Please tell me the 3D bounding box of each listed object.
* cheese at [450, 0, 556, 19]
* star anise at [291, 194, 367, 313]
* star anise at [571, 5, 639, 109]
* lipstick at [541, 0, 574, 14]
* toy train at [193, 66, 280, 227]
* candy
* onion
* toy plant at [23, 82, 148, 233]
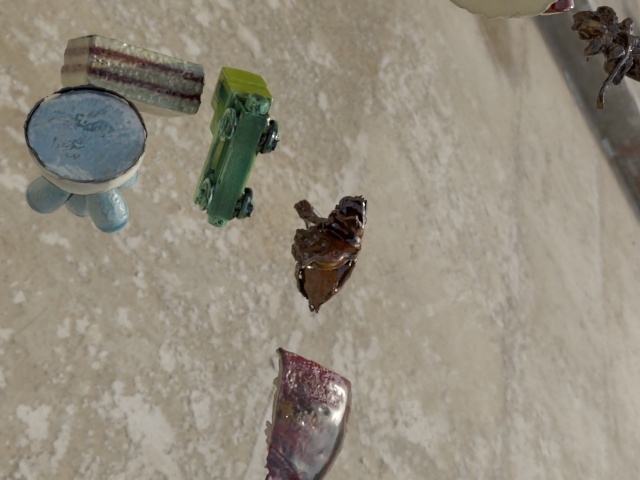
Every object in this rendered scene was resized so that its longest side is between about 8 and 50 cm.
[{"bbox_3d":[0.314,-0.534,1.272,0.292,0.332,0.153,36,40,-3],"label":"cheese"},{"bbox_3d":[0.010,0.003,1.574,0.148,0.237,0.346,18,15,-8],"label":"star anise"},{"bbox_3d":[0.520,-0.317,1.401,0.177,0.073,0.234,5,67,-26],"label":"star anise"},{"bbox_3d":[0.472,-0.588,1.647,0.080,0.080,0.241,-34,119,-59],"label":"lipstick"},{"bbox_3d":[-0.223,-0.218,1.998,0.150,0.369,0.237,9,32,-26],"label":"toy train"},{"bbox_3d":[-0.449,-0.390,1.936,0.320,0.179,0.135,8,91,-41],"label":"candy"},{"bbox_3d":[-0.022,0.341,1.363,0.314,0.146,0.280,98,-4,-72],"label":"onion"},{"bbox_3d":[-0.488,-0.140,1.673,0.247,0.332,0.247,7,63,-13],"label":"toy plant"}]
